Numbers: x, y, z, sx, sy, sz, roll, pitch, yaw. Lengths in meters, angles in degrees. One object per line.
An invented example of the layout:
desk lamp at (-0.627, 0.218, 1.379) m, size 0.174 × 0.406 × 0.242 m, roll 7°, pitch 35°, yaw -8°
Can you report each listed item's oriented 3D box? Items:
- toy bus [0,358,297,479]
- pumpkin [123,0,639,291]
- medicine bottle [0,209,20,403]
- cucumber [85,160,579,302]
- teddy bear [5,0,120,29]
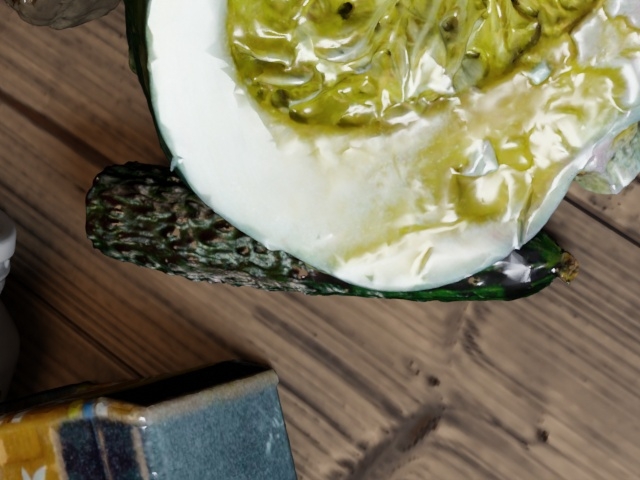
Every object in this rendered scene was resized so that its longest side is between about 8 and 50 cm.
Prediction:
toy bus at (-0.098, 0.240, 0.997) m, size 0.194 × 0.162 × 0.323 m, roll -14°, pitch 88°, yaw 30°
pumpkin at (0.041, -0.144, 0.814) m, size 0.293 × 0.197 × 0.263 m, roll -39°, pitch 119°, yaw 6°
medicine bottle at (-0.261, 0.078, 1.087) m, size 0.135 × 0.135 × 0.215 m, roll 29°, pitch 111°, yaw 25°
cucumber at (0.000, 0.000, 0.954) m, size 0.293 × 0.067 × 0.067 m, roll 8°, pitch 102°, yaw 31°
teddy bear at (-0.132, -0.212, 0.960) m, size 0.140 × 0.177 × 0.190 m, roll 19°, pitch 108°, yaw -10°
